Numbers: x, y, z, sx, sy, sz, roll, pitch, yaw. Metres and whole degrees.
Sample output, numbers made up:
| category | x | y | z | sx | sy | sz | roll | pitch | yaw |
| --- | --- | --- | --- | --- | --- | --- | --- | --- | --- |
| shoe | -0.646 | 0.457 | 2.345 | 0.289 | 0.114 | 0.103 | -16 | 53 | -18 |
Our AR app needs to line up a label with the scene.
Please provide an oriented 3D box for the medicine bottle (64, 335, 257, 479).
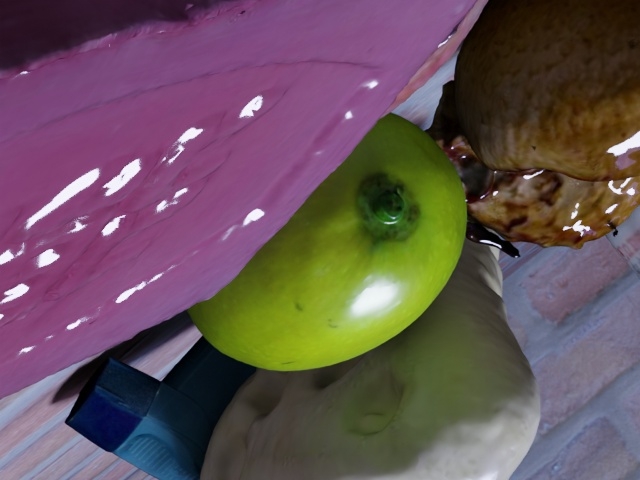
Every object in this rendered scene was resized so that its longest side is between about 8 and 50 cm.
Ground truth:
| category | x | y | z | sx | sy | sz | roll | pitch | yaw |
| --- | --- | --- | --- | --- | --- | --- | --- | --- | --- |
| medicine bottle | -0.094 | 0.104 | 1.470 | 0.258 | 0.124 | 0.079 | -45 | 178 | -40 |

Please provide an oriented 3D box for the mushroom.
| category | x | y | z | sx | sy | sz | roll | pitch | yaw |
| --- | --- | --- | --- | --- | --- | --- | --- | --- | --- |
| mushroom | 0.198 | -0.112 | 1.208 | 0.283 | 0.195 | 0.263 | -35 | -168 | 9 |

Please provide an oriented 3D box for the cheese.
| category | x | y | z | sx | sy | sz | roll | pitch | yaw |
| --- | --- | --- | --- | --- | --- | --- | --- | --- | --- |
| cheese | 0.070 | 0.078 | 1.305 | 0.351 | 0.130 | 0.328 | -62 | -158 | -16 |

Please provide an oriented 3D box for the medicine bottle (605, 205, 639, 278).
| category | x | y | z | sx | sy | sz | roll | pitch | yaw |
| --- | --- | --- | --- | --- | --- | --- | --- | --- | --- |
| medicine bottle | 0.333 | -0.087 | 1.438 | 0.256 | 0.325 | 0.256 | -36 | 171 | -6 |

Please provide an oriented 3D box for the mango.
| category | x | y | z | sx | sy | sz | roll | pitch | yaw |
| --- | --- | --- | --- | --- | --- | --- | --- | --- | --- |
| mango | 0.000 | 0.000 | 1.149 | 0.192 | 0.156 | 0.343 | -28 | 178 | 0 |

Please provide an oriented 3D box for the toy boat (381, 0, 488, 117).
| category | x | y | z | sx | sy | sz | roll | pitch | yaw |
| --- | --- | --- | --- | --- | --- | --- | --- | --- | --- |
| toy boat | 0.045 | -0.140 | 0.936 | 0.206 | 0.096 | 0.282 | -53 | 178 | 5 |

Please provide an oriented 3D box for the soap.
| category | x | y | z | sx | sy | sz | roll | pitch | yaw |
| --- | --- | --- | --- | --- | --- | --- | --- | --- | --- |
| soap | -0.128 | -0.033 | 0.474 | 0.359 | 0.128 | 0.233 | -26 | 164 | -46 |
